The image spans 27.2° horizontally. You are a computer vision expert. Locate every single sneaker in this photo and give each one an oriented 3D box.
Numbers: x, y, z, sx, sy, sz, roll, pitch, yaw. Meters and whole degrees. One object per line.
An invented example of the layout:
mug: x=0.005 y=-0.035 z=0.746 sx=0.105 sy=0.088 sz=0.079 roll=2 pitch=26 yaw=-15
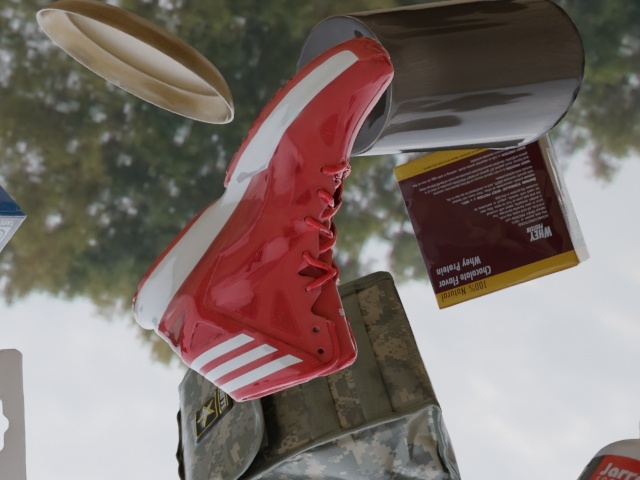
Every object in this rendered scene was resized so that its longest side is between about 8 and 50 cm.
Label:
sneaker: x=0.000 y=0.000 z=0.773 sx=0.128 sy=0.221 sz=0.087 roll=42 pitch=-163 yaw=16

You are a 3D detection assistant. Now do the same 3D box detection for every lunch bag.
lunch bag: x=-0.022 y=0.187 z=1.389 sx=0.287 sy=0.169 sz=0.235 roll=-19 pitch=-146 yaw=2

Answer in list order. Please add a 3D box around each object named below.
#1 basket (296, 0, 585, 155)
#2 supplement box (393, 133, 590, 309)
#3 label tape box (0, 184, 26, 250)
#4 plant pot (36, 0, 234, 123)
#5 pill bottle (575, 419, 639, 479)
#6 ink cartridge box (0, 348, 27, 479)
basket: x=0.100 y=-0.154 z=1.258 sx=0.226 sy=0.154 sz=0.204 roll=-11 pitch=179 yaw=-41
supplement box: x=0.225 y=-0.034 z=1.724 sx=0.191 sy=0.194 sz=0.129 roll=-19 pitch=177 yaw=17
label tape box: x=-0.505 y=0.010 z=1.435 sx=0.241 sy=0.334 sz=0.106 roll=47 pitch=-159 yaw=18
plant pot: x=-0.194 y=-0.198 z=1.434 sx=0.236 sy=0.032 sz=0.236 roll=26 pitch=170 yaw=5
pill bottle: x=0.315 y=0.327 z=1.297 sx=0.210 sy=0.363 sz=0.210 roll=33 pitch=156 yaw=17
ink cartridge box: x=-0.275 y=0.124 z=0.821 sx=0.181 sy=0.104 sz=0.061 roll=-2 pitch=-177 yaw=-12
